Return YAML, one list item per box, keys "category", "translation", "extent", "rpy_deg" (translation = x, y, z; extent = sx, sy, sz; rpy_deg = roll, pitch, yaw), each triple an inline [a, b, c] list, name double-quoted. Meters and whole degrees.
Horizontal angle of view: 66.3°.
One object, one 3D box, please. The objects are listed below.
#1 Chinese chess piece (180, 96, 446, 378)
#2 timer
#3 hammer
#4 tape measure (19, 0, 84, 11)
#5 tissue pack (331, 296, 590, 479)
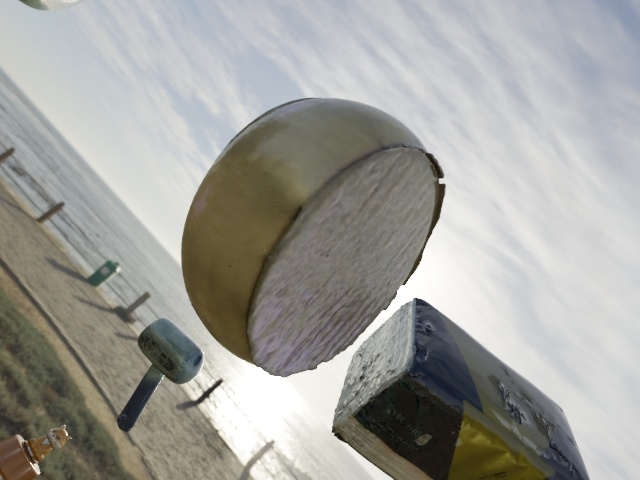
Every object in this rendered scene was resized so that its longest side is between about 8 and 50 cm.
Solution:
- category: "Chinese chess piece"
  translation: [0.000, 0.000, 0.476]
  extent: [0.112, 0.270, 0.270]
  rpy_deg: [36, -18, 32]
- category: "timer"
  translation: [-0.706, 0.520, 1.218]
  extent: [0.132, 0.152, 0.132]
  rpy_deg: [38, -36, 35]
- category: "hammer"
  translation: [-0.275, 0.231, 0.798]
  extent: [0.116, 0.194, 0.069]
  rpy_deg: [35, 4, 23]
- category: "tape measure"
  translation: [-0.263, -0.373, 0.517]
  extent: [0.147, 0.256, 0.275]
  rpy_deg: [45, -20, -19]
- category: "tissue pack"
  translation: [0.262, 0.349, 0.932]
  extent: [0.416, 0.253, 0.264]
  rpy_deg: [39, 27, -4]
